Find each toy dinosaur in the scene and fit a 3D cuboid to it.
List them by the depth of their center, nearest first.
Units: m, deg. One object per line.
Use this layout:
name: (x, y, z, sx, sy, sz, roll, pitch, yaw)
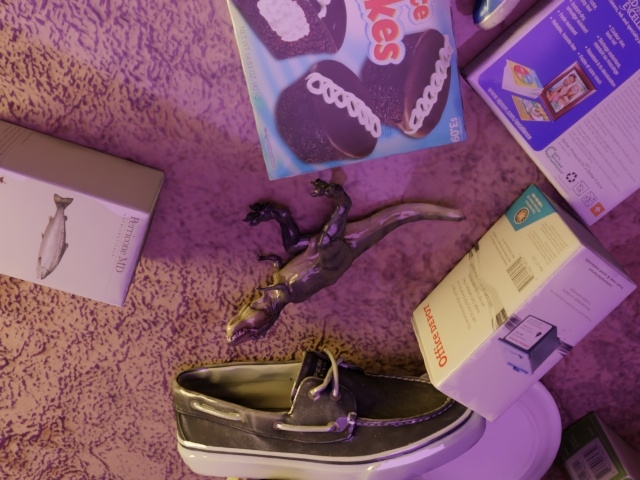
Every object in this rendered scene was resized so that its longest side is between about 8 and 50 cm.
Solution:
toy dinosaur: (0.000, 0.000, 0.780, 0.268, 0.064, 0.118, -31, 119, 9)

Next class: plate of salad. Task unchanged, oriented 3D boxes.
plate of salad: (0.171, 0.218, 0.892, 0.199, 0.048, 0.200, 0, 111, 0)

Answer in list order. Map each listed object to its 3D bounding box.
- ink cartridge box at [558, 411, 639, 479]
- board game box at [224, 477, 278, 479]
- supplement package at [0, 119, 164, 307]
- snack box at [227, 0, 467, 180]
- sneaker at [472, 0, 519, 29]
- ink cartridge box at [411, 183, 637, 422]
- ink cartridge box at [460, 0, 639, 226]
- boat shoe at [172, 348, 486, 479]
ink cartridge box: (0.372, 0.305, 0.909, 0.209, 0.109, 0.062, 41, 107, -19)
board game box: (0.068, 0.349, 0.869, 0.346, 0.208, 0.056, 29, 84, -15)
supplement package: (-0.249, -0.028, 0.727, 0.179, 0.105, 0.105, 17, 112, -11)
snack box: (0.012, -0.225, 0.672, 0.187, 0.060, 0.322, -11, 115, 2)
sneaker: (0.147, -0.262, 0.660, 0.084, 0.058, 0.152, 21, 108, -18)
ink cartridge box: (0.188, 0.059, 0.769, 0.082, 0.140, 0.191, 33, 110, -18)
ink cartridge box: (0.272, -0.149, 0.727, 0.208, 0.045, 0.206, -40, 112, 15)
boat shoe: (-0.004, 0.173, 0.807, 0.335, 0.121, 0.119, -8, 113, 13)
